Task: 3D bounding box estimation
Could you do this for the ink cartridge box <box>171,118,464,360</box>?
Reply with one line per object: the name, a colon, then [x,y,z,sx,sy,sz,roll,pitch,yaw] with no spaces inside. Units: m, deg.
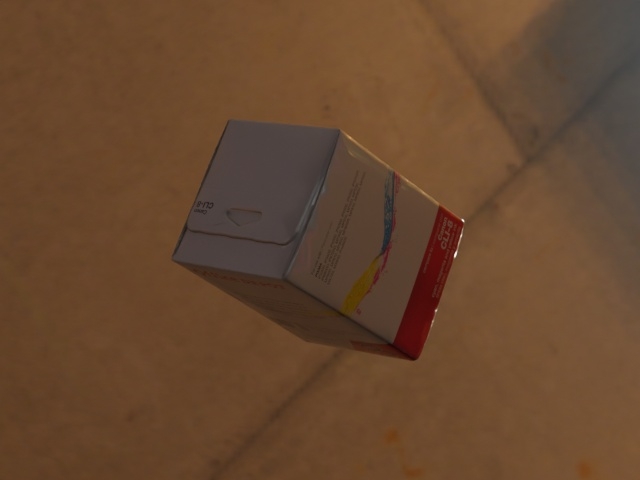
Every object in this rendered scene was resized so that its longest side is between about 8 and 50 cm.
ink cartridge box: [0.000,0.000,1.257,0.176,0.128,0.127,33,-108,-45]
